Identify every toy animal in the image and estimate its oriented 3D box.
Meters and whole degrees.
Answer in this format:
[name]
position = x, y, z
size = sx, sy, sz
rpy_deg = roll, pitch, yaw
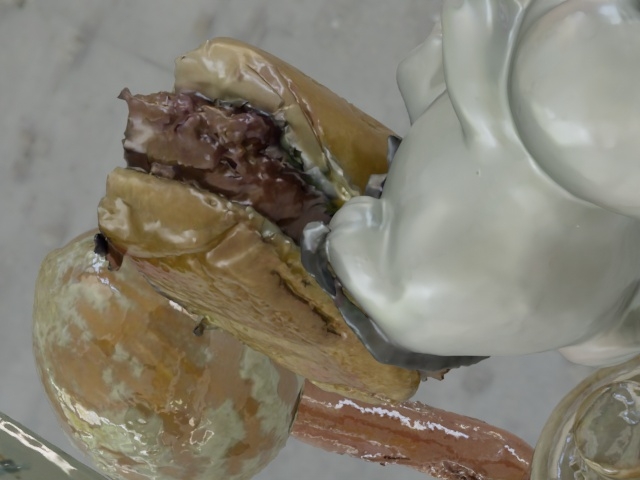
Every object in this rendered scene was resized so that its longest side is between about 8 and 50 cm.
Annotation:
[toy animal]
position = 0.147, -0.047, 0.913
size = 0.310, 0.182, 0.247
rpy_deg = -28, 85, 43

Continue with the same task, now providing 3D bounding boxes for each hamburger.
[hamburger]
position = 0.000, 0.000, 1.136
size = 0.282, 0.245, 0.155
rpy_deg = 96, -162, -77

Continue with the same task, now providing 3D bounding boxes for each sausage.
[sausage]
position = 0.078, 0.202, 1.995
size = 0.087, 0.326, 0.079
rpy_deg = -87, 13, -82

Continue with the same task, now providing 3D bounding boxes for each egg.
[egg]
position = -0.120, 0.090, 1.469
size = 0.203, 0.245, 0.203
rpy_deg = -31, 29, 19

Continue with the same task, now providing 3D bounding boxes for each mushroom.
[mushroom]
position = 0.238, 0.179, 1.394
size = 0.206, 0.209, 0.206
rpy_deg = 2, 93, 44

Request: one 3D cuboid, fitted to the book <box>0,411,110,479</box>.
[book]
position = -0.271, 0.142, 1.136
size = 0.295, 0.208, 0.020
rpy_deg = 26, 121, 31
